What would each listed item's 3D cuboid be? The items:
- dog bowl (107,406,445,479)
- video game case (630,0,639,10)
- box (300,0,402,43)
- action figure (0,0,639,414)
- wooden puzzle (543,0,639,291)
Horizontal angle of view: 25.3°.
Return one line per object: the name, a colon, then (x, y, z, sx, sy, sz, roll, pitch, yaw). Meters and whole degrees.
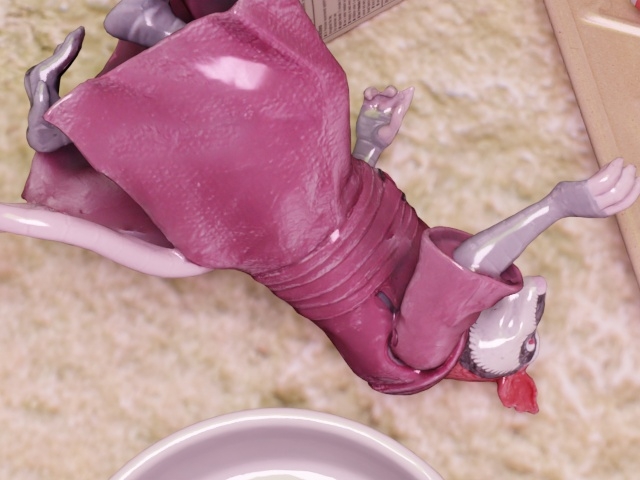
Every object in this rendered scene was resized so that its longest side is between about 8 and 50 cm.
dog bowl: (-0.025, 0.238, 0.834, 0.264, 0.104, 0.265, -1, 68, 2)
video game case: (0.376, -0.134, 0.929, 0.204, 0.025, 0.285, -43, 76, -11)
box: (-0.018, -0.223, 0.993, 0.232, 0.149, 0.127, -29, 70, -10)
action figure: (0.000, 0.000, 0.845, 0.370, 0.248, 0.276, 44, 79, -17)
wooden puzzle: (0.329, -0.122, 0.982, 0.322, 0.080, 0.348, -13, 73, -2)
